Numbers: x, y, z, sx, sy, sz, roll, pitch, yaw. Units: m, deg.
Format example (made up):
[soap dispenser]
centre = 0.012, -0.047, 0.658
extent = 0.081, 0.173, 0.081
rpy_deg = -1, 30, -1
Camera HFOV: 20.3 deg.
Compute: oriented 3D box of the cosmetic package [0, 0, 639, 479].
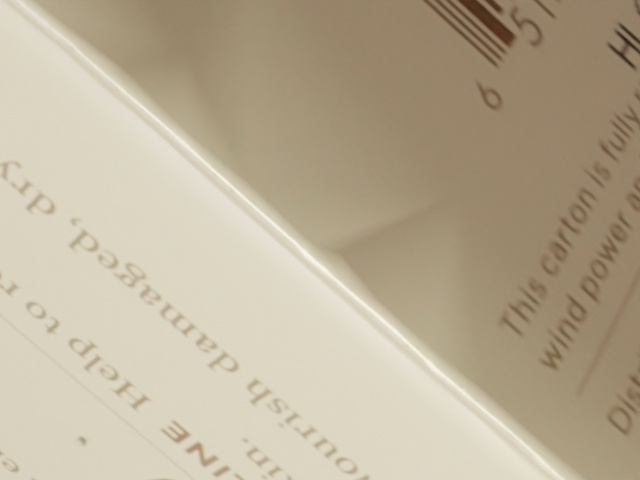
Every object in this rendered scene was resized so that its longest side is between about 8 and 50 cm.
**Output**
[cosmetic package]
centre = 0.000, 0.000, 0.670
extent = 0.327, 0.329, 0.394
rpy_deg = 40, 143, -10
